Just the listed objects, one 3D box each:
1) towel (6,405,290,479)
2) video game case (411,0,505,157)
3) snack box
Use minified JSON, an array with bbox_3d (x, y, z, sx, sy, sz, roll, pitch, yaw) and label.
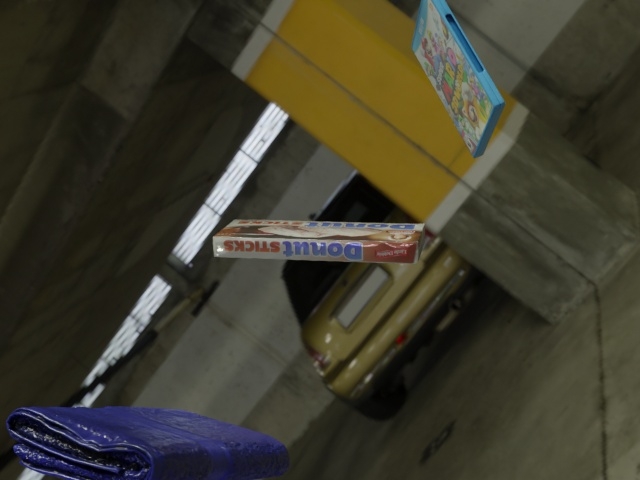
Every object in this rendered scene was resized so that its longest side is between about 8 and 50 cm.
[{"bbox_3d":[-0.202,0.264,1.045,0.308,0.227,0.076,21,-99,-60],"label":"towel"},{"bbox_3d":[0.151,-0.189,0.953,0.015,0.166,0.119,-22,-19,-9],"label":"video game case"},{"bbox_3d":[0.000,0.000,0.742,0.064,0.178,0.022,-51,-39,-71],"label":"snack box"}]
